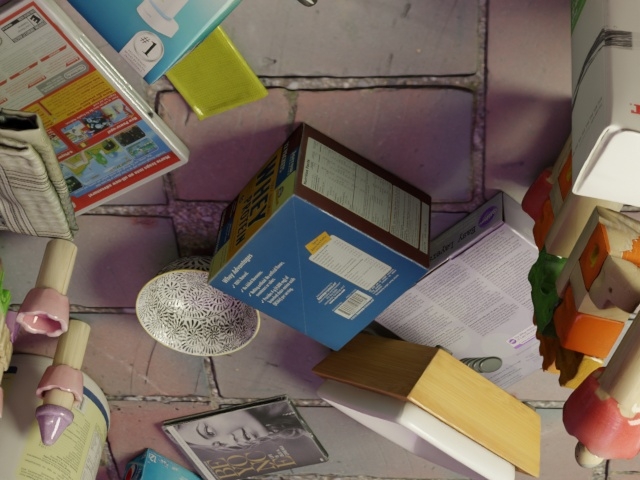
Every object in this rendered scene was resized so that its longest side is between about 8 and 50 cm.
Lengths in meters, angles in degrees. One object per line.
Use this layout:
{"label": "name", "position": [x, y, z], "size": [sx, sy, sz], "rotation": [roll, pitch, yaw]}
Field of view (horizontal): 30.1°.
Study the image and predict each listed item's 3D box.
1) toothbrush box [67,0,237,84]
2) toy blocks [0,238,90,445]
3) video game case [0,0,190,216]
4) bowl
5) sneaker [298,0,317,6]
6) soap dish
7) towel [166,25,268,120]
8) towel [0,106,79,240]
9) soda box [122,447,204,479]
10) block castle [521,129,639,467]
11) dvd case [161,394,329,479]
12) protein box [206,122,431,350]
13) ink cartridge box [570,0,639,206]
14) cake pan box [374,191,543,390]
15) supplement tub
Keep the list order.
{"label": "toothbrush box", "position": [-0.133, -0.331, 1.148], "size": [0.216, 0.126, 0.295], "rotation": [45, 128, -7]}
{"label": "toy blocks", "position": [-0.483, 0.160, 1.591], "size": [0.309, 0.260, 0.288], "rotation": [8, 147, 0]}
{"label": "video game case", "position": [-0.325, -0.159, 1.462], "size": [0.204, 0.025, 0.285], "rotation": [-23, 127, 25]}
{"label": "bowl", "position": [-0.162, 0.074, 1.628], "size": [0.170, 0.080, 0.170], "rotation": [4, 133, 4]}
{"label": "sneaker", "position": [-0.048, -0.292, 1.297], "size": [0.109, 0.040, 0.044], "rotation": [40, 133, -19]}
{"label": "soap dish", "position": [0.146, 0.225, 1.628], "size": [0.229, 0.118, 0.291], "rotation": [34, 167, -21]}
{"label": "towel", "position": [-0.160, -0.233, 1.360], "size": [0.102, 0.021, 0.237], "rotation": [-14, 135, 26]}
{"label": "towel", "position": [-0.464, -0.088, 1.438], "size": [0.312, 0.056, 0.324], "rotation": [11, 157, 2]}
{"label": "soda box", "position": [-0.228, 0.433, 1.985], "size": [0.210, 0.071, 0.067], "rotation": [34, 128, -24]}
{"label": "block castle", "position": [0.390, 0.067, 1.304], "size": [0.303, 0.453, 0.213], "rotation": [15, 126, -9]}
{"label": "dvd case", "position": [-0.119, 0.322, 1.904], "size": [0.221, 0.018, 0.164], "rotation": [-14, 131, 20]}
{"label": "protein box", "position": [0.000, 0.000, 1.499], "size": [0.201, 0.136, 0.200], "rotation": [29, 130, -20]}
{"label": "ink cartridge box", "position": [0.361, -0.164, 1.194], "size": [0.198, 0.273, 0.115], "rotation": [11, 146, -3]}
{"label": "cake pan box", "position": [0.238, 0.079, 1.595], "size": [0.246, 0.070, 0.267], "rotation": [32, 129, -25]}
{"label": "supplement tub", "position": [-0.456, 0.357, 1.764], "size": [0.235, 0.325, 0.235], "rotation": [4, 134, 4]}
